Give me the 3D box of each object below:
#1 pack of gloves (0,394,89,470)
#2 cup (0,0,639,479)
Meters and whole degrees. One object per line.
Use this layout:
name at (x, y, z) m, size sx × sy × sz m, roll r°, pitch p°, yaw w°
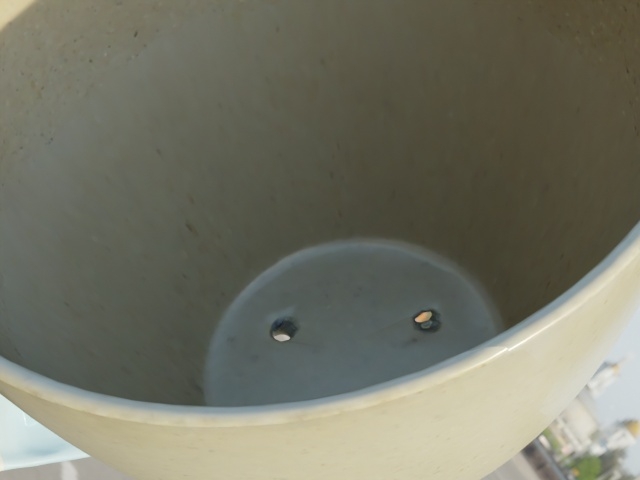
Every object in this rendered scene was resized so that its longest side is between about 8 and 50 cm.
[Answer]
pack of gloves at (-0.200, 0.053, 0.738) m, size 0.232 × 0.046 × 0.195 m, roll -6°, pitch 77°, yaw -36°
cup at (0.000, 0.000, 0.519) m, size 0.331 × 0.331 × 0.237 m, roll 57°, pitch -13°, yaw 39°
